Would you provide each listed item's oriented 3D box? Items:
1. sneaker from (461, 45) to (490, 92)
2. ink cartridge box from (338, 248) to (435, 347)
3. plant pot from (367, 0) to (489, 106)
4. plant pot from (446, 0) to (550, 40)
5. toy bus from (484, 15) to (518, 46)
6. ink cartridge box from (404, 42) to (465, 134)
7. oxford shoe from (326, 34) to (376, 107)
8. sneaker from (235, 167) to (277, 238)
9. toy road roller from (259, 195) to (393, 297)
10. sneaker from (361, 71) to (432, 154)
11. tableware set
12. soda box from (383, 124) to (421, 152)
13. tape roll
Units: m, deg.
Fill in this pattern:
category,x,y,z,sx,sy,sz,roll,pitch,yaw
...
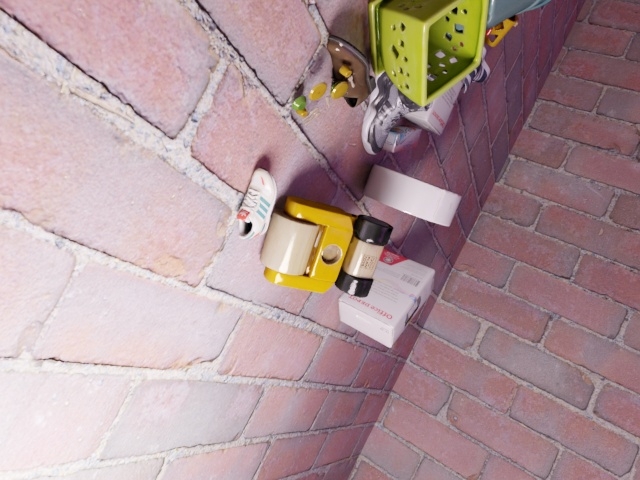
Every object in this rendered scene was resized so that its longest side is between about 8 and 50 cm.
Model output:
category,x,y,z,sx,sy,sz,roll,pitch,yaw
sneaker,0.522,-0.588,1.834,0.153,0.099,0.282,-60,160,6
ink cartridge box,0.237,0.196,1.839,0.306,0.226,0.131,-45,146,-33
plant pot,0.245,-0.498,1.236,0.227,0.207,0.228,-39,145,-20
plant pot,0.420,-0.699,1.324,0.334,0.341,0.341,-40,145,-26
toy bus,0.630,-0.771,1.772,0.190,0.104,0.202,-63,-169,13
ink cartridge box,0.355,-0.487,1.587,0.197,0.114,0.272,8,104,-64
oxford shoe,0.062,-0.378,1.182,0.096,0.083,0.227,-54,150,-3
sneaker,-0.141,-0.073,1.094,0.075,0.057,0.161,-35,144,-55
toy road roller,0.000,0.000,1.320,0.330,0.240,0.202,12,105,-25
sneaker,0.210,-0.348,1.396,0.101,0.153,0.268,-23,132,-53
tableware set,0.006,-0.324,1.127,0.154,0.024,0.104,-39,162,1
soda box,0.248,-0.318,1.601,0.183,0.058,0.062,-25,134,-53
tape roll,0.275,-0.138,1.551,0.286,0.286,0.100,3,110,-62
